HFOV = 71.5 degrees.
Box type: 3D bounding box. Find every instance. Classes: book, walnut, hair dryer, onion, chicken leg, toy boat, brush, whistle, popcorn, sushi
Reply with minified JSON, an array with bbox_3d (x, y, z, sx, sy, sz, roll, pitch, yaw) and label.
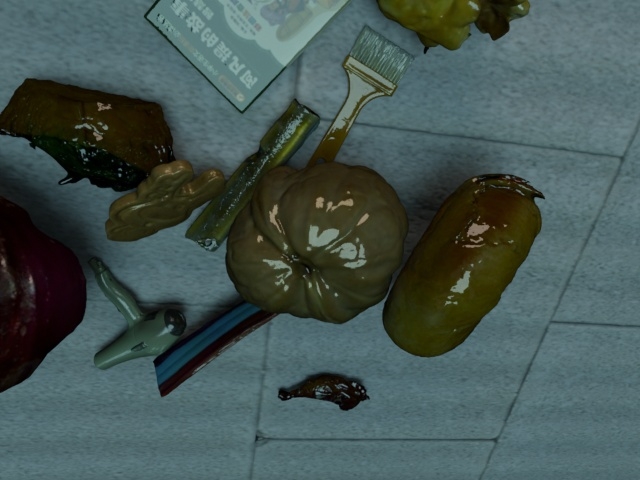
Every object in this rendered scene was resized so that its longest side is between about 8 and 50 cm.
[{"bbox_3d":[-0.103,-0.360,0.678,0.264,0.027,0.202,-41,115,13],"label":"book"},{"bbox_3d":[0.000,0.000,0.739,0.296,0.285,0.285,-27,117,19],"label":"walnut"},{"bbox_3d":[-0.408,0.172,0.890,0.224,0.088,0.219,37,111,-9],"label":"hair dryer"},{"bbox_3d":[-0.562,0.019,0.650,0.397,0.398,0.421,3,92,-9],"label":"onion"},{"bbox_3d":[0.013,0.358,1.043,0.218,0.048,0.090,11,112,-13],"label":"chicken leg"},{"bbox_3d":[-0.195,0.195,0.905,0.392,0.136,0.080,-33,83,13],"label":"toy boat"},{"bbox_3d":[0.049,-0.220,0.777,0.103,0.013,0.272,25,112,-18],"label":"brush"},{"bbox_3d":[-0.122,-0.106,0.787,0.068,0.057,0.326,35,108,-22],"label":"whistle"},{"bbox_3d":[0.184,-0.391,0.619,0.253,0.191,0.190,33,74,-23],"label":"popcorn"},{"bbox_3d":[-0.357,-0.156,0.679,0.286,0.149,0.140,7,119,-17],"label":"sushi"}]

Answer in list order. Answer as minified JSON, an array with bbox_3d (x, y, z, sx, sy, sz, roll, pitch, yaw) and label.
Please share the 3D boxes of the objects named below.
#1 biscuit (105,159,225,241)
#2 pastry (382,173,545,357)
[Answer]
[{"bbox_3d":[-0.275,-0.057,0.755,0.236,0.040,0.144,-33,154,25],"label":"biscuit"},{"bbox_3d":[0.237,0.048,0.766,0.163,0.356,0.356,33,111,11],"label":"pastry"}]
